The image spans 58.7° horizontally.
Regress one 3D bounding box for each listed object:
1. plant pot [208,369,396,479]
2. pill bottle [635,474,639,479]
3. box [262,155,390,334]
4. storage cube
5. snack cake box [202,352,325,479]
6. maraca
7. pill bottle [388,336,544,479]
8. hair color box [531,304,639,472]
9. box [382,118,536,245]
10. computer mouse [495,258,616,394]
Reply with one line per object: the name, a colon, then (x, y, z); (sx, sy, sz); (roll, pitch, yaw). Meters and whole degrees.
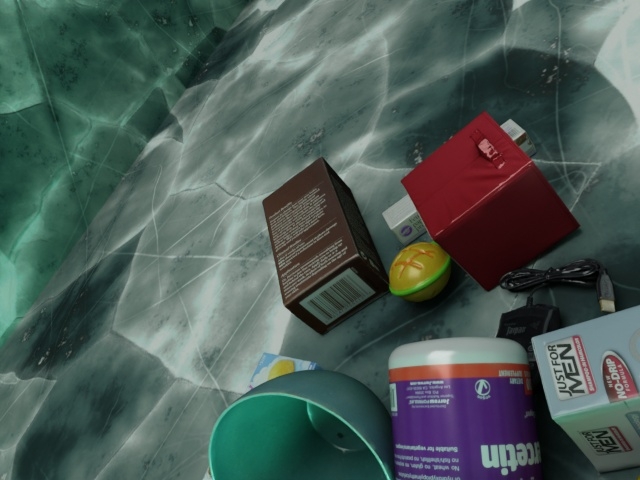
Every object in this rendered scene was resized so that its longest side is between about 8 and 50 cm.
plant pot: (0.005, 0.316, 0.876); (0.290, 0.290, 0.195); (-22, 6, 29)
pill bottle: (0.351, 0.337, 0.539); (0.334, 0.188, 0.188); (-46, 36, -4)
box: (0.000, 0.000, 1.263); (0.191, 0.143, 0.381); (-35, 39, 15)
storage cube: (0.285, -0.068, 0.986); (0.193, 0.215, 0.184); (-40, 36, 18)
snack cake box: (-0.089, 0.351, 1.050); (0.152, 0.089, 0.264); (0, 55, 44)
maraca: (0.188, 0.050, 1.067); (0.127, 0.099, 0.186); (-24, 15, 24)
pill bottle: (0.184, 0.290, 0.712); (0.181, 0.181, 0.323); (-14, 70, 36)
hair color box: (0.458, 0.140, 0.631); (0.374, 0.185, 0.114); (-25, 40, 26)
box: (0.278, -0.116, 1.160); (0.324, 0.063, 0.067); (-37, 35, 11)
computer mouse: (0.349, 0.138, 0.853); (0.184, 0.060, 0.262); (-17, 33, 39)
